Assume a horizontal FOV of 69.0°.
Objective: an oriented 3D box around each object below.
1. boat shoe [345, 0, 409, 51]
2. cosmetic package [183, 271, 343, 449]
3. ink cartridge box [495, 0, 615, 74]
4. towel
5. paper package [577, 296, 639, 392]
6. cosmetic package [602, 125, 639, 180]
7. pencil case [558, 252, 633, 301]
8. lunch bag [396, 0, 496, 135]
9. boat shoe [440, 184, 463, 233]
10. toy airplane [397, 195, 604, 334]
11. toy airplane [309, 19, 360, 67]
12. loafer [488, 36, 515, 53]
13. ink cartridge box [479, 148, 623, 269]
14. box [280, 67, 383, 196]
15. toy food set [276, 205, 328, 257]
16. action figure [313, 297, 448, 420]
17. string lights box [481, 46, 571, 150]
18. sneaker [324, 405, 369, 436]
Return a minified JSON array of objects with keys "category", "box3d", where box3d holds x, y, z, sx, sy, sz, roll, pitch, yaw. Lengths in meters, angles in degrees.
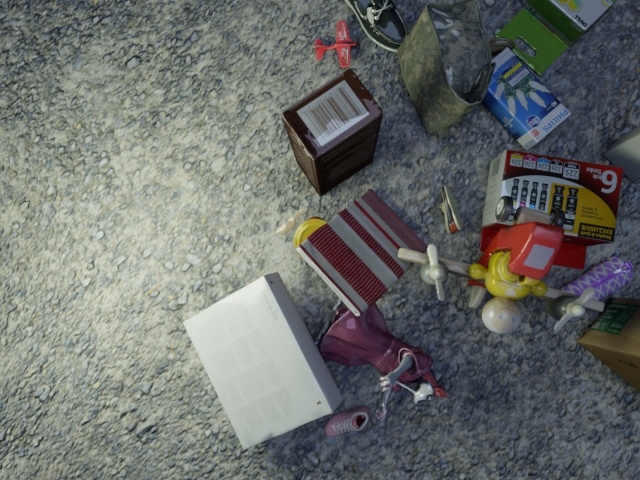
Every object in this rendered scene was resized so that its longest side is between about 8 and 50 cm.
[{"category":"boat shoe","box3d":[0.155,-0.686,1.362,0.114,0.091,0.302,-42,84,-3]},{"category":"cosmetic package","box3d":[-0.155,0.314,1.222,0.284,0.097,0.377,-30,84,21]},{"category":"ink cartridge box","box3d":[0.670,-0.638,1.337,0.255,0.097,0.189,-45,84,-4]},{"category":"towel","box3d":[0.117,0.022,1.230,0.237,0.037,0.329,47,53,7]},{"category":"paper package","box3d":[0.860,0.290,1.116,0.309,0.325,0.168,40,87,5]},{"category":"cosmetic package","box3d":[0.872,-0.248,1.220,0.085,0.231,0.117,-44,85,-3]},{"category":"pencil case","box3d":[0.740,0.124,1.258,0.206,0.088,0.086,-33,82,-1]},{"category":"lunch bag","box3d":[0.341,-0.449,1.252,0.169,0.235,0.287,-12,86,-10]},{"category":"boat shoe","box3d":[0.362,-0.088,1.316,0.043,0.049,0.137,-20,83,40]},{"category":"toy airplane","box3d":[0.432,0.102,1.132,0.386,0.384,0.272,-10,53,41]},{"category":"toy airplane","box3d":[0.044,-0.577,1.386,0.151,0.028,0.151,0,82,2]},{"category":"loafer","box3d":[0.489,-0.559,1.358,0.148,0.056,0.050,7,85,13]},{"category":"ink cartridge box","box3d":[0.616,-0.078,1.263,0.309,0.130,0.272,9,85,3]},{"category":"box","box3d":[0.033,-0.252,1.175,0.191,0.381,0.143,-34,81,-2]},{"category":"toy food set","box3d":[0.000,0.000,1.300,0.218,0.071,0.128,42,108,-1]},{"category":"action figure","box3d":[0.177,0.298,1.238,0.370,0.248,0.275,30,56,4]},{"category":"string lights box","box3d":[0.560,-0.401,1.325,0.133,0.077,0.259,-41,84,-4]},{"category":"sneaker","box3d":[0.071,0.491,1.251,0.134,0.070,0.051,-26,86,0]}]
